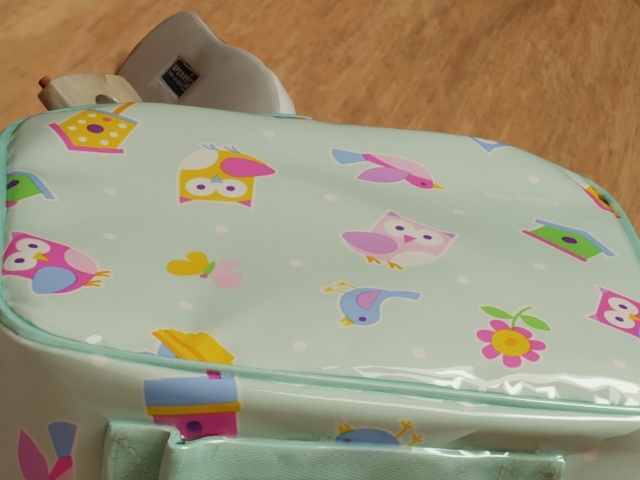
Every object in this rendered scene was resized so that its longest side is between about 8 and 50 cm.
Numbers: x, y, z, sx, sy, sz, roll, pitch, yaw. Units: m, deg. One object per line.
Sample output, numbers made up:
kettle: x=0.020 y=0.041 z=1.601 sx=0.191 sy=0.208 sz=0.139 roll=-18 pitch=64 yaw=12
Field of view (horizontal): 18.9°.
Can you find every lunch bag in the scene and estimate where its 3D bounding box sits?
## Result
lunch bag: x=-0.006 y=0.042 z=0.744 sx=0.279 sy=0.108 sz=0.224 roll=5 pitch=30 yaw=-10

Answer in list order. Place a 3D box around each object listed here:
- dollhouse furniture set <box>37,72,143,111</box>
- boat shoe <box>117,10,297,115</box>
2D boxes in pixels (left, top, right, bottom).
dollhouse furniture set: x=-0.091 y=0.001 z=0.975 sx=0.129 sy=0.129 sz=0.184 roll=52 pitch=24 yaw=11
boat shoe: x=-0.054 y=-0.056 z=1.147 sx=0.088 sy=0.096 sz=0.267 roll=44 pitch=1 yaw=-28
